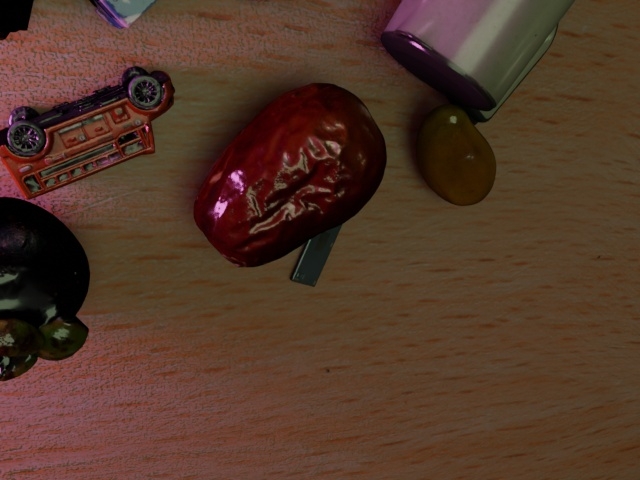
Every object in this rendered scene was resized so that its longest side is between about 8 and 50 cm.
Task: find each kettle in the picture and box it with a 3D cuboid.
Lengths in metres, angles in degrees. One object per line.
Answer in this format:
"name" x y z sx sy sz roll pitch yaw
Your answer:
"kettle" 0.311 -0.405 1.076 0.376 0.250 0.361 -56 150 7

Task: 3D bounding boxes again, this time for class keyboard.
"keyboard" 0.001 0.001 1.191 0.055 0.014 0.176 18 102 -30

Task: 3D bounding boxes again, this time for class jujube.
"jujube" -0.046 -0.098 1.023 0.318 0.223 0.223 -41 121 -1

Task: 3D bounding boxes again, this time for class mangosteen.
"mangosteen" -0.431 0.070 0.893 0.243 0.243 0.243 -9 113 -22

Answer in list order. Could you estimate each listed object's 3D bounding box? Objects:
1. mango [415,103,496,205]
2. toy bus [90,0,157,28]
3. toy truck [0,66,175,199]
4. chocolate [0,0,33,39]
"mango" 0.242 -0.154 1.176 0.136 0.099 0.227 -12 137 21
"toy bus" -0.323 -0.407 0.808 0.106 0.131 0.297 -45 123 -3
"toy truck" -0.322 -0.158 0.922 0.253 0.107 0.114 -24 119 -13
"chocolate" -0.461 -0.312 0.803 0.133 0.156 0.156 -14 119 11
